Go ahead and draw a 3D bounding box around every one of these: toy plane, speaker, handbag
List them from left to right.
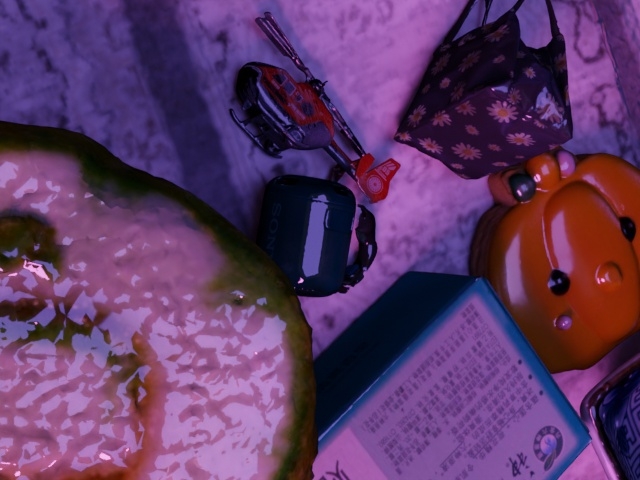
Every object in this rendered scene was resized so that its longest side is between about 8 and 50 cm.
[{"bbox_3d":[-0.006,-0.076,1.030,0.145,0.037,0.060,45,61,-18],"label":"toy plane"},{"bbox_3d":[0.004,0.001,1.024,0.094,0.060,0.075,10,88,-29],"label":"speaker"},{"bbox_3d":[0.113,-0.123,1.065,0.072,0.115,0.139,22,64,-27],"label":"handbag"}]

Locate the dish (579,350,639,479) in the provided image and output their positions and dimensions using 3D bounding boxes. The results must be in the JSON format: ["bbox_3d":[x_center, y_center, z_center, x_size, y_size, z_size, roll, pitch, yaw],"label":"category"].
[{"bbox_3d":[0.279,0.171,1.170,0.182,0.080,0.243,-31,104,-24],"label":"dish"}]

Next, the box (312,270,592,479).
[{"bbox_3d":[0.041,0.153,1.033,0.245,0.092,0.153,-43,110,-22],"label":"box"}]

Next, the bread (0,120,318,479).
[{"bbox_3d":[-0.181,0.130,0.842,0.366,0.129,0.382,-5,83,-15],"label":"bread"}]

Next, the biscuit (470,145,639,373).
[{"bbox_3d":[0.183,0.006,1.128,0.170,0.050,0.170,-1,92,-29],"label":"biscuit"}]
